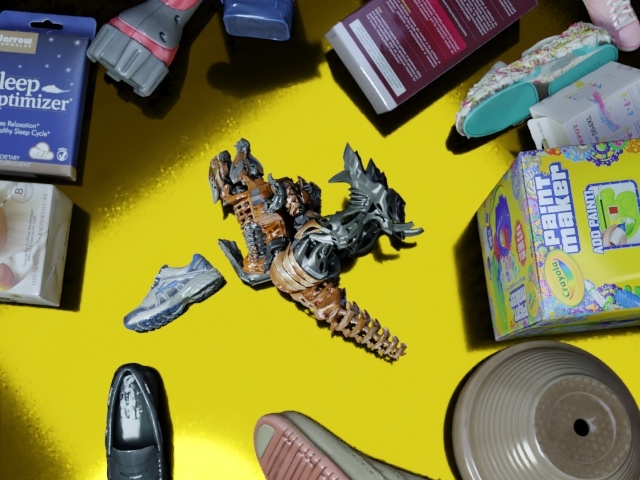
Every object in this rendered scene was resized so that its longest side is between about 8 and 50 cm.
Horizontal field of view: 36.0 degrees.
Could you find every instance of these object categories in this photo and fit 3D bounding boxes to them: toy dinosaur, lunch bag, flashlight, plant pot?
[{"bbox_3d":[0.000,0.000,1.212,0.218,0.164,0.322,-39,100,9],"label":"toy dinosaur"},{"bbox_3d":[-0.083,-0.305,1.280,0.098,0.067,0.065,7,78,1],"label":"lunch bag"},{"bbox_3d":[-0.176,-0.333,1.263,0.103,0.103,0.304,31,85,45],"label":"flashlight"},{"bbox_3d":[0.280,0.224,1.140,0.237,0.110,0.238,3,71,-8],"label":"plant pot"}]

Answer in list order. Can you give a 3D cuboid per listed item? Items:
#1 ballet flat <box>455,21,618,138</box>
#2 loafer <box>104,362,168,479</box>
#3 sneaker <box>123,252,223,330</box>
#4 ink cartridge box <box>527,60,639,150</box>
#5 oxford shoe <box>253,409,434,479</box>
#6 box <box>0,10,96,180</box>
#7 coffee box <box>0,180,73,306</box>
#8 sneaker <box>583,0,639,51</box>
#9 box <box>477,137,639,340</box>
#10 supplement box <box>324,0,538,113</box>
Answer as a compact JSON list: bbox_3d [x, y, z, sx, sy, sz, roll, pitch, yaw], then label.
[{"bbox_3d":[0.267,-0.208,1.264,0.240,0.091,0.077,-26,51,-8],"label":"ballet flat"},{"bbox_3d":[-0.225,0.259,1.179,0.076,0.078,0.223,-4,80,0],"label":"loafer"},{"bbox_3d":[-0.191,0.064,1.233,0.135,0.052,0.058,-31,71,-12],"label":"sneaker"},{"bbox_3d":[0.337,-0.142,1.220,0.143,0.090,0.092,-31,115,-4],"label":"ink cartridge box"},{"bbox_3d":[0.089,0.331,1.160,0.397,0.140,0.146,42,47,14],"label":"oxford shoe"},{"bbox_3d":[-0.374,-0.195,1.282,0.136,0.036,0.225,5,79,1],"label":"box"},{"bbox_3d":[-0.446,-0.002,1.216,0.246,0.098,0.141,4,80,1],"label":"coffee box"},{"bbox_3d":[0.378,-0.311,1.276,0.051,0.070,0.134,-29,82,-6],"label":"sneaker"},{"bbox_3d":[0.344,0.005,1.110,0.279,0.290,0.177,-7,80,-1],"label":"box"},{"bbox_3d":[0.140,-0.283,1.258,0.239,0.073,0.130,-35,98,-5],"label":"supplement box"}]
